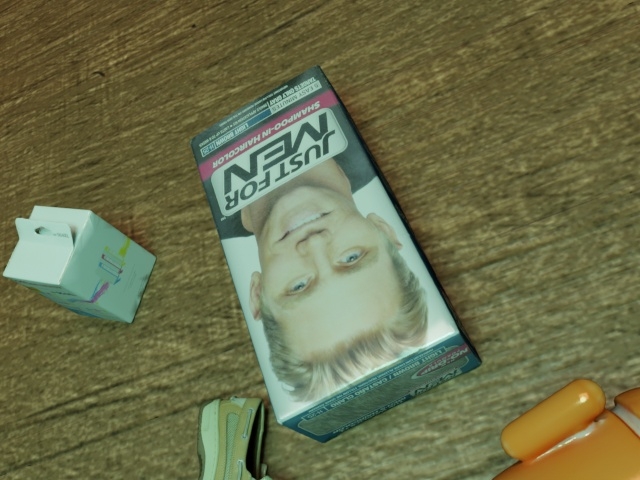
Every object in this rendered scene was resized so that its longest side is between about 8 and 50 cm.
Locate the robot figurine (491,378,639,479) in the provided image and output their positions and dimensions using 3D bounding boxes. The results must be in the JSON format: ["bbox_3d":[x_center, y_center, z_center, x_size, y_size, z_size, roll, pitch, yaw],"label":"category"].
[{"bbox_3d":[0.205,0.185,0.440,0.219,0.128,0.158,-35,55,4],"label":"robot figurine"}]

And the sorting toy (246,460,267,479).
[{"bbox_3d":[-0.071,0.242,0.607,0.083,0.012,0.062,0,64,25],"label":"sorting toy"}]

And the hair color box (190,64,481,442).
[{"bbox_3d":[0.000,0.000,0.646,0.174,0.105,0.347,-29,57,9],"label":"hair color box"}]

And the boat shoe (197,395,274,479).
[{"bbox_3d":[-0.071,0.228,0.570,0.072,0.068,0.190,-11,57,5],"label":"boat shoe"}]

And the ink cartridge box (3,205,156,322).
[{"bbox_3d":[-0.279,0.025,0.735,0.092,0.143,0.089,4,66,27],"label":"ink cartridge box"}]
